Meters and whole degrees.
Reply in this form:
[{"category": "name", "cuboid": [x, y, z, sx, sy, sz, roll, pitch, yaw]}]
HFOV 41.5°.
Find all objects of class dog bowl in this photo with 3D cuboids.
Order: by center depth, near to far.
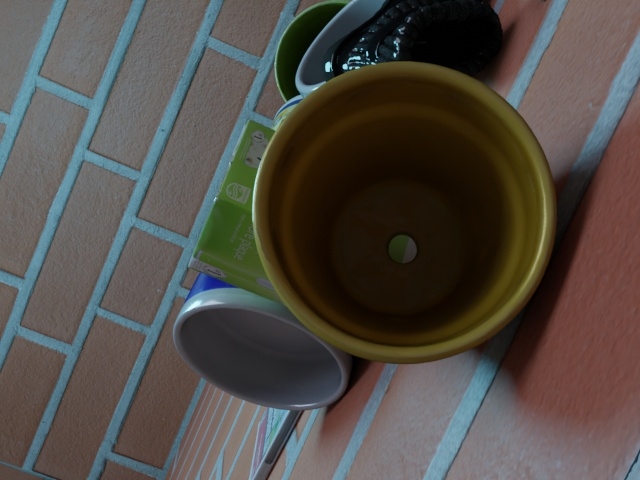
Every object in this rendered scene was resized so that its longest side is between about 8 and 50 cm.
[{"category": "dog bowl", "cuboid": [-0.075, 0.136, 1.241, 0.265, 0.264, 0.104, 122, 169, -51]}, {"category": "dog bowl", "cuboid": [0.095, -0.361, 1.574, 0.348, 0.102, 0.349, -35, 29, 23]}]

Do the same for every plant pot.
[{"category": "plant pot", "cuboid": [0.077, -0.009, 0.805, 0.239, 0.254, 0.254, 60, -129, -80]}, {"category": "plant pot", "cuboid": [0.062, -0.391, 1.954, 0.275, 0.274, 0.293, -66, -7, 10]}]

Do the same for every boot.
[{"category": "boot", "cuboid": [0.183, -0.328, 1.249, 0.348, 0.131, 0.260, -46, 19, -18]}]

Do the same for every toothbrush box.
[{"category": "toothbrush box", "cuboid": [0.000, 0.000, 1.046, 0.206, 0.283, 0.122, 128, 162, -60]}]

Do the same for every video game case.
[{"category": "video game case", "cuboid": [-0.063, 0.302, 1.574, 0.204, 0.025, 0.285, -84, 19, -65]}]

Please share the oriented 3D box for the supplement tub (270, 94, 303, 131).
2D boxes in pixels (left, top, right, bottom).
[{"category": "supplement tub", "cuboid": [-0.019, -0.126, 1.725, 0.228, 0.228, 0.316, 122, 168, -48]}]
